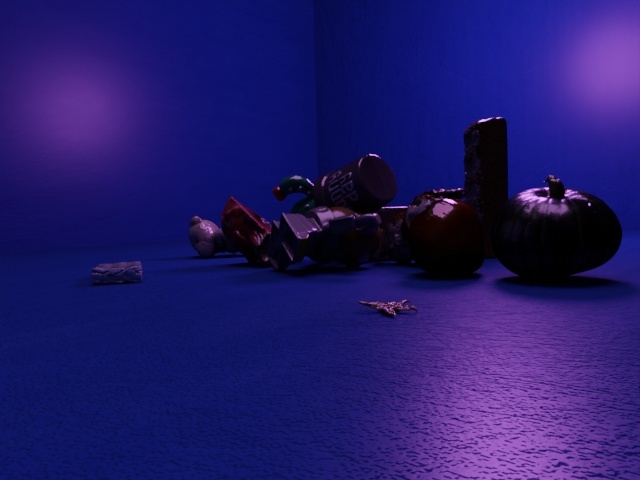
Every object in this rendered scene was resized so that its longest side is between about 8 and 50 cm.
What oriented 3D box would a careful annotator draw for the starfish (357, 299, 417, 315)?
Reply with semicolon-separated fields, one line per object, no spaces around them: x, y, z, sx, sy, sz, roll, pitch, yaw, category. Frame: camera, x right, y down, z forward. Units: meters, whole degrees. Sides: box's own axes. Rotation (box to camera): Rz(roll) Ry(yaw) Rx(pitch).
0.098;0.098;0.740;0.092;0.016;0.086;5;3;16;starfish

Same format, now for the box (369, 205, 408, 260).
0.192;-0.030;1.633;0.220;0.166;0.290;-2;4;-18;box

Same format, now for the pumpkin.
0.469;-0.024;1.012;0.249;0.216;0.250;-6;19;2;pumpkin

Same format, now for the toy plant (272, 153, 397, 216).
0.028;-0.110;1.490;0.279;0.185;0.400;38;-41;-22;toy plant

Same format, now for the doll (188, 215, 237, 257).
-0.346;0.013;1.837;0.277;0.175;0.149;6;41;-1;doll

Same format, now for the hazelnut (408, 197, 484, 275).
0.293;0.001;1.131;0.177;0.178;0.204;0;-27;24;hazelnut

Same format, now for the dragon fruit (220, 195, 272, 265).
-0.187;0.006;1.487;0.262;0.134;0.211;37;0;-26;dragon fruit

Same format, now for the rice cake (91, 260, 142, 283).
-0.501;0.077;1.250;0.124;0.038;0.211;-2;3;-15;rice cake

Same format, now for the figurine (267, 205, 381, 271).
0.025;-0.007;1.309;0.284;0.167;0.342;-6;10;-28;figurine

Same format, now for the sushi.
0.268;-0.034;1.336;0.124;0.130;0.332;12;-23;-17;sushi

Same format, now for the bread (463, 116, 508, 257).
0.504;-0.155;1.542;0.113;0.417;0.165;-1;-1;5;bread
